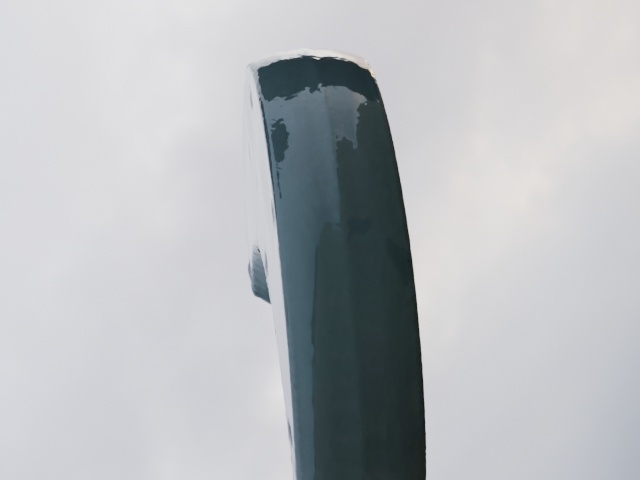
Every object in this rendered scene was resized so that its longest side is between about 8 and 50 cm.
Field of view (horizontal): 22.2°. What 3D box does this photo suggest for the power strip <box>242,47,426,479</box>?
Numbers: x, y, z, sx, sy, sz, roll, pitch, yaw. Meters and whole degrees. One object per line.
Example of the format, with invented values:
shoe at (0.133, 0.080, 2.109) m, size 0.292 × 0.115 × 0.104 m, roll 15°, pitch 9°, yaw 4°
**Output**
power strip at (0.000, 0.000, 0.687) m, size 0.253 × 0.054 × 0.167 m, roll -103°, pitch 11°, yaw -61°
